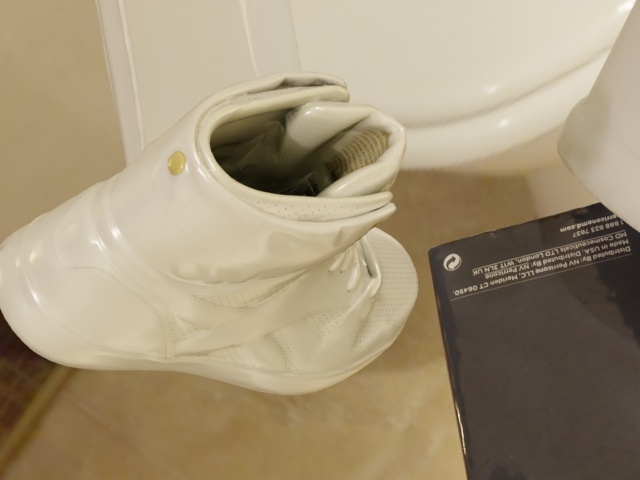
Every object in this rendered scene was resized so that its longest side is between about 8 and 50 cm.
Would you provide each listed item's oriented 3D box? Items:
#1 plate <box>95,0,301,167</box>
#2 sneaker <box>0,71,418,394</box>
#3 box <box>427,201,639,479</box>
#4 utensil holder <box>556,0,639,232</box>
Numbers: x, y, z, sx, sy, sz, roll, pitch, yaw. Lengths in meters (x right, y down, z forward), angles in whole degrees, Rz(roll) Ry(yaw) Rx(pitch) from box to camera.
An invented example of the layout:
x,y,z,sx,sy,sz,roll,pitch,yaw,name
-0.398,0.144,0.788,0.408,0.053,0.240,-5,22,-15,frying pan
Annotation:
x,y,z,sx,sy,sz,roll,pitch,yaw,name
-0.090,-0.151,1.015,0.045,0.278,0.277,-7,95,23,plate
0.000,0.000,0.715,0.169,0.292,0.108,-33,69,32,sneaker
0.215,0.176,1.087,0.182,0.296,0.294,-16,54,11,box
0.394,-0.165,0.958,0.327,0.327,0.385,42,117,37,utensil holder
